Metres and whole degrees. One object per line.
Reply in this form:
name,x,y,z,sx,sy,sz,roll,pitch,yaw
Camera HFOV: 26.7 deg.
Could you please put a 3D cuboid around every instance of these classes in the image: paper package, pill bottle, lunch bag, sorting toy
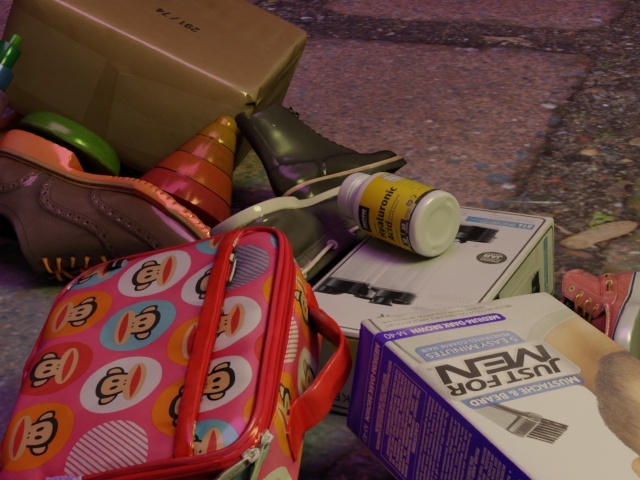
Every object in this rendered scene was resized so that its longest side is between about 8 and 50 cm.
paper package,-0.211,-0.228,1.721,0.325,0.168,0.309,25,27,2
pill bottle,0.072,-0.029,1.297,0.065,0.065,0.116,-23,30,-36
lunch bag,-0.102,0.117,1.065,0.258,0.120,0.293,-12,34,13
sorting toy,-0.241,-0.139,1.547,0.366,0.126,0.127,26,-12,9

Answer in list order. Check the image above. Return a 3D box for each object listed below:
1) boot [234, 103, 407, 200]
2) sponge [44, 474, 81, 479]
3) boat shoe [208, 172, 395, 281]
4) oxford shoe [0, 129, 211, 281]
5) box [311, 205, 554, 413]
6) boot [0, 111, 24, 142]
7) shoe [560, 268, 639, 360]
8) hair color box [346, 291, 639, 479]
boot,0.004,-0.113,1.586,0.198,0.077,0.137,-18,72,-48
sponge,-0.164,0.255,0.856,0.031,0.117,0.210,-6,25,-2
boat shoe,0.000,0.000,1.419,0.112,0.095,0.335,-26,-5,30
oxford shoe,-0.236,0.002,1.457,0.364,0.130,0.132,22,67,31
box,0.101,0.062,1.277,0.169,0.087,0.290,9,28,26
boot,-0.427,-0.115,1.733,0.220,0.109,0.283,-13,33,-11
shoe,0.263,0.074,1.267,0.081,0.063,0.178,4,20,17
hair color box,0.182,0.162,0.962,0.185,0.110,0.339,-7,29,-29
